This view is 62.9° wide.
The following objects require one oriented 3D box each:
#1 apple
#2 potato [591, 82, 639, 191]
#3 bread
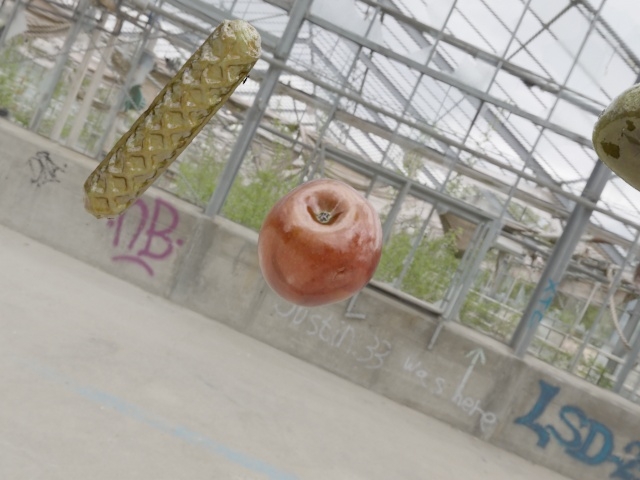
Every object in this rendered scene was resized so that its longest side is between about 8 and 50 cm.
[{"bbox_3d":[0.000,0.000,1.059,0.272,0.206,0.251,-34,50,-31],"label":"apple"},{"bbox_3d":[0.561,-0.145,0.755,0.307,0.210,0.173,20,27,40],"label":"potato"},{"bbox_3d":[-0.220,-0.167,0.757,0.077,0.367,0.084,29,20,-48],"label":"bread"}]
